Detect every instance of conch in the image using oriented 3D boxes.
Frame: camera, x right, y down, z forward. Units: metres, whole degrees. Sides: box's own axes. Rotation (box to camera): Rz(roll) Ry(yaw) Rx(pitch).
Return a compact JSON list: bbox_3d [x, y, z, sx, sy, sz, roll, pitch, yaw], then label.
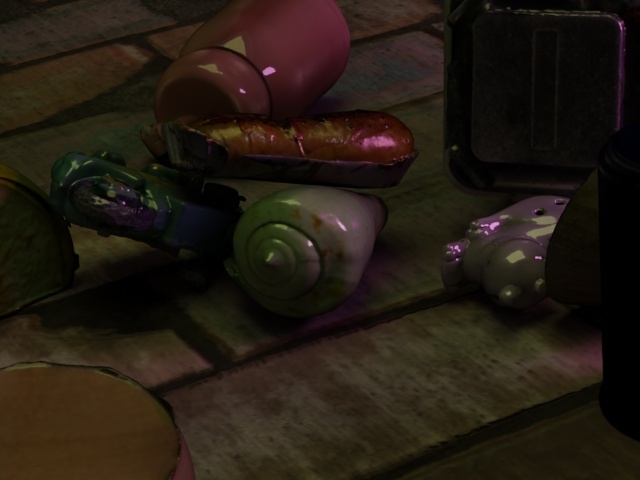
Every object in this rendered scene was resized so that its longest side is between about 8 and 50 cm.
[{"bbox_3d":[-0.019,-0.001,1.919,0.143,0.137,0.250,-47,6,12],"label":"conch"}]

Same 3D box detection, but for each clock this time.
[{"bbox_3d":[0.222,0.017,1.873,0.176,0.080,0.117,-22,29,-29],"label":"clock"}]

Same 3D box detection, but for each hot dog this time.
[{"bbox_3d":[-0.034,-0.099,1.945,0.270,0.081,0.162,3,-1,-20],"label":"hot dog"}]

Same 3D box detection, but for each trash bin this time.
[{"bbox_3d":[0.316,-0.181,2.053,0.296,0.255,0.368,2,9,21],"label":"trash bin"}]

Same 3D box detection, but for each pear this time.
[{"bbox_3d":[-0.451,-0.011,1.981,0.286,0.176,0.282,-25,29,-37],"label":"pear"}]

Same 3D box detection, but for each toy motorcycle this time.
[{"bbox_3d":[-0.192,-0.035,1.977,0.198,0.109,0.296,25,8,34],"label":"toy motorcycle"}]

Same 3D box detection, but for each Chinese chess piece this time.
[{"bbox_3d":[-0.230,0.207,1.512,0.257,0.104,0.257,0,31,0],"label":"Chinese chess piece"}]

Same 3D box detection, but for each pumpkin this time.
[{"bbox_3d":[0.329,-0.003,1.780,0.217,0.217,0.110,-24,47,-33],"label":"pumpkin"}]

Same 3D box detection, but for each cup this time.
[{"bbox_3d":[0.357,0.016,1.644,0.178,0.256,0.255,18,33,41],"label":"cup"}]

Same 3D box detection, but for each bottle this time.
[{"bbox_3d":[-0.102,-0.198,2.319,0.206,0.173,0.297,-28,14,34],"label":"bottle"}]
